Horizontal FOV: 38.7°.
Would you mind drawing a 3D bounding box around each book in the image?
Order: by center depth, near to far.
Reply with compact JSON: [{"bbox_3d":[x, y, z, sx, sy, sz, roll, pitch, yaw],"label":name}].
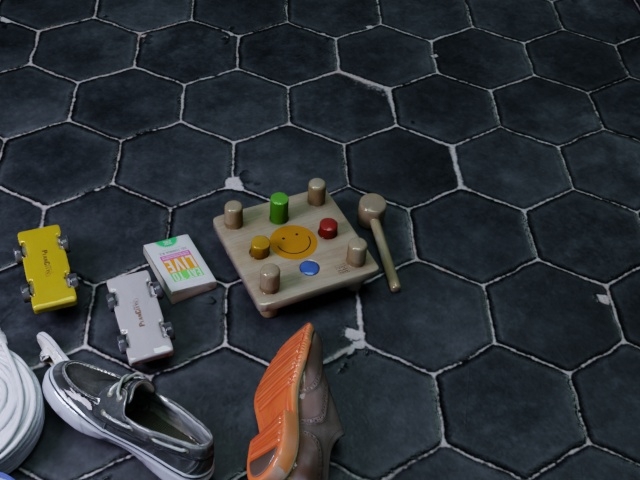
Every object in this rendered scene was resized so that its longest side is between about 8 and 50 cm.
[{"bbox_3d":[-0.276,0.052,1.790,0.096,0.035,0.144,-17,48,-26],"label":"book"}]

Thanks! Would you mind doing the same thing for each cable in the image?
[{"bbox_3d":[-0.585,0.286,1.490,0.257,0.089,0.257,-30,56,-29],"label":"cable"}]

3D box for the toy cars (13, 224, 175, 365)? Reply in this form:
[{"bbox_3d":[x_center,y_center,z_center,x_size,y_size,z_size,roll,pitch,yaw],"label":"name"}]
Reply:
[{"bbox_3d":[-0.418,0.111,1.684,0.394,0.087,0.176,26,54,14],"label":"toy cars"}]

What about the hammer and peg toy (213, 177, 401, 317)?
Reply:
[{"bbox_3d":[0.000,0.000,1.796,0.361,0.127,0.266,-16,49,-20],"label":"hammer and peg toy"}]

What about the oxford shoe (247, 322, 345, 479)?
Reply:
[{"bbox_3d":[-0.031,0.290,1.543,0.133,0.130,0.363,34,35,-18],"label":"oxford shoe"}]

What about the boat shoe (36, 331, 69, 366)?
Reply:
[{"bbox_3d":[-0.481,0.203,1.619,0.035,0.035,0.100,-30,62,-33],"label":"boat shoe"}]

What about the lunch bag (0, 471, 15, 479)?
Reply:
[{"bbox_3d":[-0.544,0.451,1.271,0.243,0.115,0.303,16,51,-17],"label":"lunch bag"}]

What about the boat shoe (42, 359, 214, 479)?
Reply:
[{"bbox_3d":[-0.305,0.272,1.493,0.335,0.119,0.121,27,31,13],"label":"boat shoe"}]
